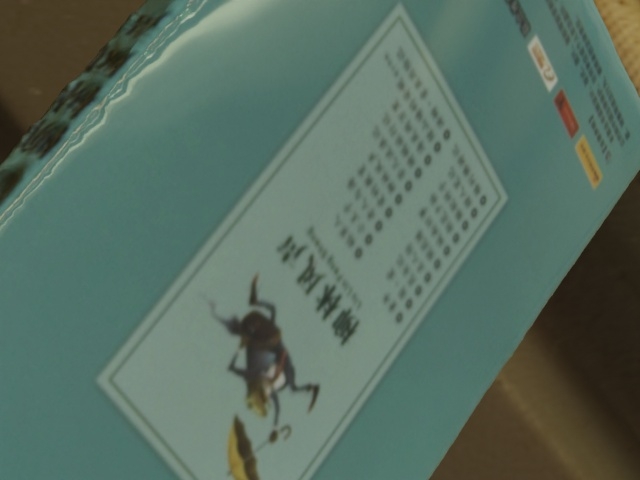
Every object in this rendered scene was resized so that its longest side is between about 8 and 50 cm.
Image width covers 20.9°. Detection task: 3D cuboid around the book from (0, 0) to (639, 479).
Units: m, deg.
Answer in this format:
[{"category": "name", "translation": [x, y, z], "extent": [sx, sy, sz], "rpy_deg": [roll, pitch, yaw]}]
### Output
[{"category": "book", "translation": [0.000, 0.000, 0.704], "extent": [0.031, 0.379, 0.264], "rpy_deg": [12, -36, 45]}]
